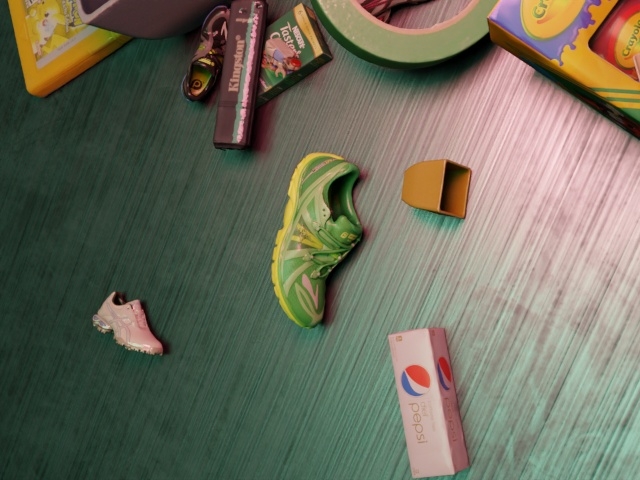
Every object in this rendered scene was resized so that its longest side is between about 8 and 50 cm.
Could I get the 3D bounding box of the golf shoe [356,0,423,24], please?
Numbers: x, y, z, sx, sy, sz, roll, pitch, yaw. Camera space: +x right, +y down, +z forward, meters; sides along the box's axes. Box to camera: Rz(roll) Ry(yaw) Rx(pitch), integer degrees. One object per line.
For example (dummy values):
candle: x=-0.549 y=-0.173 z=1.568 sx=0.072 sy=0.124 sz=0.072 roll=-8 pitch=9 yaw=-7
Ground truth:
golf shoe: x=0.122 y=-0.433 z=1.215 sx=0.273 sy=0.120 sz=0.105 roll=-33 pitch=68 yaw=21

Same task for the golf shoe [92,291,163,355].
golf shoe: x=-0.363 y=0.158 z=1.448 sx=0.176 sy=0.069 sz=0.086 roll=26 pitch=91 yaw=28

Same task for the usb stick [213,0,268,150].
usb stick: x=-0.142 y=-0.296 z=1.338 sx=0.077 sy=0.045 sz=0.277 roll=8 pitch=90 yaw=30

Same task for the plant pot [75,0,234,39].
plant pot: x=-0.280 y=-0.510 z=1.368 sx=0.248 sy=0.252 sz=0.247 roll=-25 pitch=72 yaw=25

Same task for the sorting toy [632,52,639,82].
sorting toy: x=0.402 y=-0.184 z=0.870 sx=0.062 sy=0.012 sz=0.083 roll=-17 pitch=90 yaw=13

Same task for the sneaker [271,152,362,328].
sneaker: x=0.000 y=0.000 z=1.237 sx=0.124 sy=0.109 sz=0.295 roll=6 pitch=87 yaw=33

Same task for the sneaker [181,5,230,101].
sneaker: x=-0.203 y=-0.341 z=1.399 sx=0.188 sy=0.067 sz=0.078 roll=-64 pitch=23 yaw=14

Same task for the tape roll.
tape roll: x=0.136 y=-0.425 z=1.136 sx=0.322 sy=0.077 sz=0.321 roll=0 pitch=94 yaw=-3

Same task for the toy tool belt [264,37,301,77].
toy tool belt: x=-0.066 y=-0.308 z=1.302 sx=0.083 sy=0.052 sz=0.051 roll=50 pitch=140 yaw=24

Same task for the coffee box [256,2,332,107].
coffee box: x=-0.078 y=-0.330 z=1.356 sx=0.184 sy=0.040 sz=0.113 roll=-27 pitch=72 yaw=24

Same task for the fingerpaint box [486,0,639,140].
fingerpaint box: x=0.486 y=-0.346 z=0.919 sx=0.371 sy=0.163 sz=0.444 roll=38 pitch=103 yaw=8

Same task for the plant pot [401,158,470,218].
plant pot: x=0.174 y=-0.082 z=1.171 sx=0.083 sy=0.081 sz=0.081 roll=8 pitch=88 yaw=40

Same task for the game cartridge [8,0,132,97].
game cartridge: x=-0.533 y=-0.505 z=1.623 sx=0.324 sy=0.053 sz=0.285 roll=-25 pitch=73 yaw=25

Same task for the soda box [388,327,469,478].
soda box: x=0.164 y=0.242 z=1.140 sx=0.069 sy=0.074 sz=0.216 roll=-15 pitch=77 yaw=27
